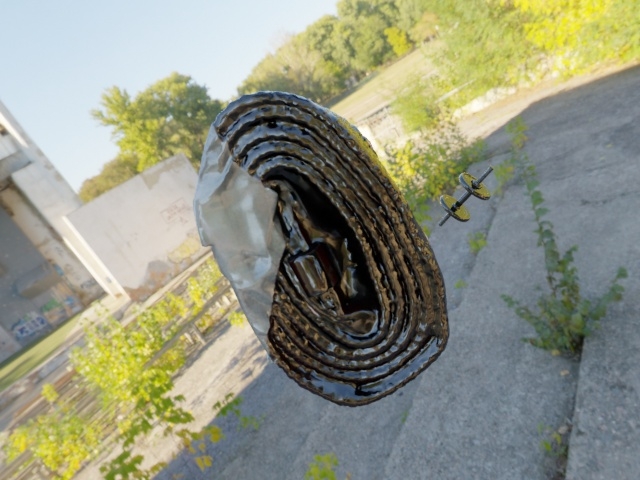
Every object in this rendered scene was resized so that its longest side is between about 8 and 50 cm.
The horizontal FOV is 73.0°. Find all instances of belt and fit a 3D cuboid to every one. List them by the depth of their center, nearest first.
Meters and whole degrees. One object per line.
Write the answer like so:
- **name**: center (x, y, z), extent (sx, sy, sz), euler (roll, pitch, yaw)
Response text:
- **belt**: center (0.000, 0.000, 0.423), extent (0.184, 0.289, 0.164), euler (-27, 11, 9)

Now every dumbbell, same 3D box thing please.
- **dumbbell**: center (0.268, -0.079, 0.803), extent (0.147, 0.069, 0.069), euler (-55, 0, 35)
